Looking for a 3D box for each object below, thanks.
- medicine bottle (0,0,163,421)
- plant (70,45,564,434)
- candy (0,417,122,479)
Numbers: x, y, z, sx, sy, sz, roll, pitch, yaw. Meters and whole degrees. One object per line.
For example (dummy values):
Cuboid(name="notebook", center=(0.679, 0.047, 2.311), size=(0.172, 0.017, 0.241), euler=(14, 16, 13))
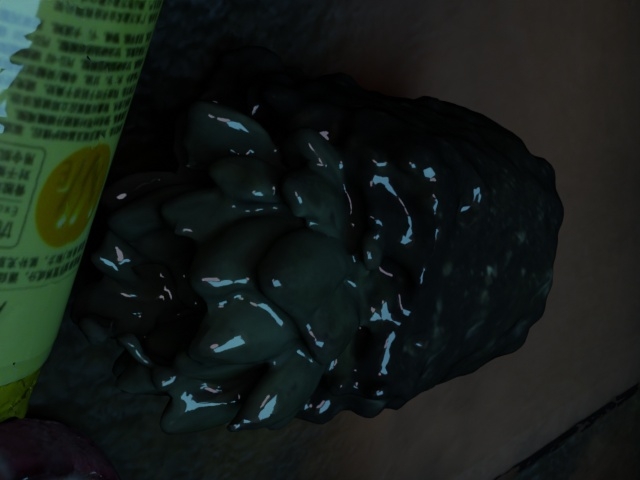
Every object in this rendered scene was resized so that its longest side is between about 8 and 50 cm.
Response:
Cuboid(name="medicine bottle", center=(-0.114, -0.053, 0.385), size=(0.124, 0.124, 0.238), euler=(4, 113, -44))
Cuboid(name="plant", center=(0.000, 0.000, 0.516), size=(0.194, 0.129, 0.132), euler=(-5, 116, -45))
Cuboid(name="candy", center=(-0.127, 0.122, 0.536), size=(0.103, 0.043, 0.103), euler=(-23, 129, -32))
